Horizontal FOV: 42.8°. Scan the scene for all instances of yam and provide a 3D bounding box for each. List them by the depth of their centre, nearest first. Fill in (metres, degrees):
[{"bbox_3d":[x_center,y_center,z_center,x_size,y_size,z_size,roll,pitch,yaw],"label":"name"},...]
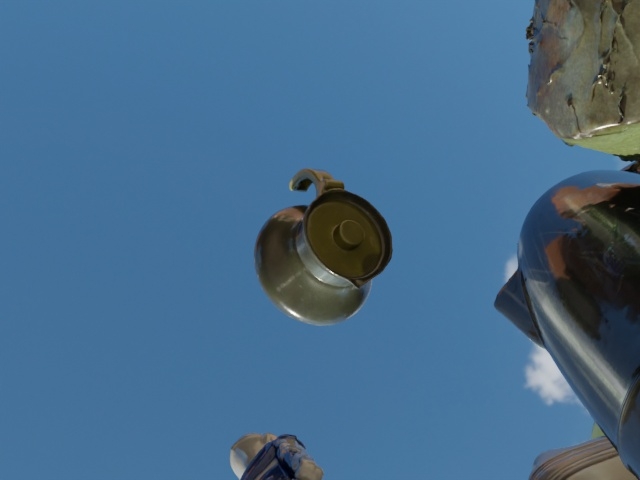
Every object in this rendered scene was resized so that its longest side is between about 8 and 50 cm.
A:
[{"bbox_3d":[0.274,-0.206,0.675,0.203,0.201,0.271,4,-92,-33],"label":"yam"}]

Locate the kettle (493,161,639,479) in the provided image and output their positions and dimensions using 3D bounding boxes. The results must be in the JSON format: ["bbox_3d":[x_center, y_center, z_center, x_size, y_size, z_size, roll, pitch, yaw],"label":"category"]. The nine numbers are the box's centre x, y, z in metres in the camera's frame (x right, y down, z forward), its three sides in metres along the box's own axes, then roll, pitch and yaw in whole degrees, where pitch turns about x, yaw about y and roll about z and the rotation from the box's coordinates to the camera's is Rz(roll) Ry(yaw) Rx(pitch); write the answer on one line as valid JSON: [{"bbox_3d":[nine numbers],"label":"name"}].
[{"bbox_3d":[0.337,0.027,0.746,0.228,0.321,0.324,45,-170,-36],"label":"kettle"}]

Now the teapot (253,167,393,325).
[{"bbox_3d":[0.000,0.000,0.817,0.130,0.119,0.165,3,-116,-29],"label":"teapot"}]

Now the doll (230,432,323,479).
[{"bbox_3d":[-0.030,0.187,0.571,0.057,0.227,0.114,21,-80,-15],"label":"doll"}]

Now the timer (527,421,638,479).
[{"bbox_3d":[0.412,0.327,1.076,0.315,0.291,0.290,-7,-111,-20],"label":"timer"}]
